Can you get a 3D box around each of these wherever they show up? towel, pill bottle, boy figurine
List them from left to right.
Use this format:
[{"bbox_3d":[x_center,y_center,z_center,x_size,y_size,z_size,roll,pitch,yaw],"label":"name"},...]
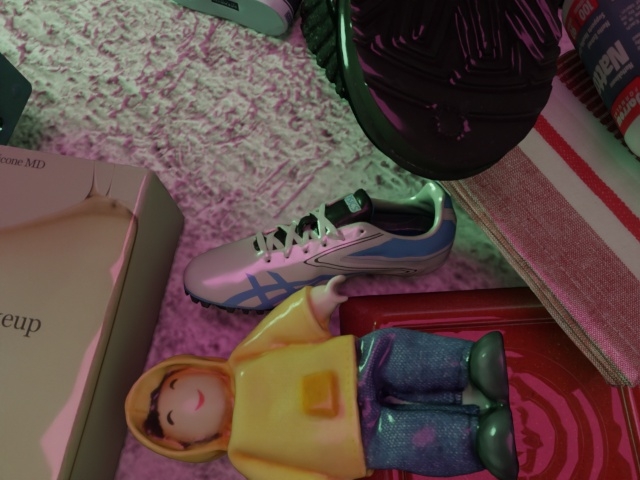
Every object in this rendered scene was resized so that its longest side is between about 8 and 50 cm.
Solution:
[{"bbox_3d":[-0.008,0.112,0.432,0.285,0.092,0.177,-2,74,15],"label":"boy figurine"},{"bbox_3d":[0.278,-0.068,0.469,0.329,0.037,0.237,-31,72,-10],"label":"towel"},{"bbox_3d":[0.256,-0.118,0.412,0.108,0.108,0.180,-14,69,-5],"label":"pill bottle"}]

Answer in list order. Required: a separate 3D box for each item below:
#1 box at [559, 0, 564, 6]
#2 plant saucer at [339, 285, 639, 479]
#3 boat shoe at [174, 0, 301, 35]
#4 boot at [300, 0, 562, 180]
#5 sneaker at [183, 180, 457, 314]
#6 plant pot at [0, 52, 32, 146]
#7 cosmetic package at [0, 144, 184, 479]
[{"bbox_3d":[0.360,-0.317,0.633,0.184,0.045,0.190,18,72,9],"label":"box"},{"bbox_3d":[0.152,0.158,0.468,0.259,0.047,0.258,-3,71,-1],"label":"plant saucer"},{"bbox_3d":[-0.101,-0.287,0.620,0.183,0.065,0.083,24,70,3],"label":"boat shoe"},{"bbox_3d":[0.058,-0.163,0.469,0.131,0.260,0.348,6,68,-9],"label":"boot"},{"bbox_3d":[0.000,0.000,0.495,0.237,0.086,0.085,-12,34,-9],"label":"sneaker"},{"bbox_3d":[-0.391,-0.131,0.497,0.234,0.165,0.165,11,71,11],"label":"plant pot"},{"bbox_3d":[-0.230,0.092,0.460,0.160,0.113,0.309,8,72,4],"label":"cosmetic package"}]
